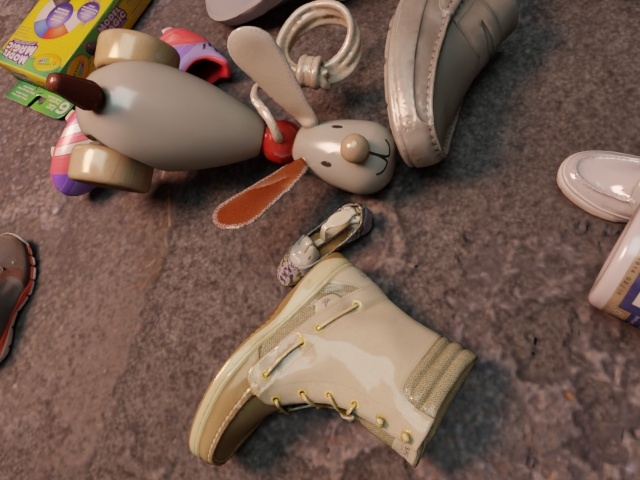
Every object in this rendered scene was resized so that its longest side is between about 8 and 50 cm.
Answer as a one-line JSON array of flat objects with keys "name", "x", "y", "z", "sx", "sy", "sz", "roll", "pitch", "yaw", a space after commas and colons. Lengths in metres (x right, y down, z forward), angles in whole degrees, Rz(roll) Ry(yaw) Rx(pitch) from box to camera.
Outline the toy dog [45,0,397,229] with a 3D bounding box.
[{"name": "toy dog", "x": -0.104, "y": -0.116, "z": 0.490, "sx": 0.333, "sy": 0.161, "sz": 0.220, "roll": -10, "pitch": 90, "yaw": 8}]

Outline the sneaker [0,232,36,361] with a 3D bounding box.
[{"name": "sneaker", "x": -0.364, "y": 0.059, "z": 0.576, "sx": 0.061, "sy": 0.065, "sz": 0.158, "roll": -6, "pitch": 67, "yaw": 13}]

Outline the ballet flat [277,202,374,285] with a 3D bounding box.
[{"name": "ballet flat", "x": 0.000, "y": 0.000, "z": 0.512, "sx": 0.114, "sy": 0.041, "sz": 0.041, "roll": -37, "pitch": 63, "yaw": -1}]

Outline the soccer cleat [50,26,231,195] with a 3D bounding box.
[{"name": "soccer cleat", "x": -0.209, "y": -0.144, "z": 0.612, "sx": 0.095, "sy": 0.083, "sz": 0.248, "roll": 33, "pitch": 77, "yaw": 20}]

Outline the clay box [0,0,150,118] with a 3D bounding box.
[{"name": "clay box", "x": -0.344, "y": -0.280, "z": 0.719, "sx": 0.127, "sy": 0.053, "sz": 0.222, "roll": 23, "pitch": 75, "yaw": 23}]

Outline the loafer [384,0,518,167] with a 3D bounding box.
[{"name": "loafer", "x": 0.138, "y": -0.218, "z": 0.525, "sx": 0.111, "sy": 0.112, "sz": 0.320, "roll": 3, "pitch": 68, "yaw": 26}]

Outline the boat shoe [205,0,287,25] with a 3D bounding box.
[{"name": "boat shoe", "x": -0.005, "y": -0.345, "z": 0.621, "sx": 0.306, "sy": 0.105, "sz": 0.113, "roll": -28, "pitch": 69, "yaw": 30}]

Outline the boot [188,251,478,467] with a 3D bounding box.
[{"name": "boot", "x": 0.009, "y": 0.133, "z": 0.435, "sx": 0.165, "sy": 0.077, "sz": 0.213, "roll": 36, "pitch": 78, "yaw": 23}]

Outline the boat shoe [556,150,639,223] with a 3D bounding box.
[{"name": "boat shoe", "x": 0.292, "y": -0.038, "z": 0.432, "sx": 0.184, "sy": 0.063, "sz": 0.066, "roll": 30, "pitch": 79, "yaw": 24}]

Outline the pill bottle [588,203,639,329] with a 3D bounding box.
[{"name": "pill bottle", "x": 0.298, "y": 0.045, "z": 0.378, "sx": 0.169, "sy": 0.094, "sz": 0.094, "roll": 29, "pitch": 78, "yaw": 25}]
